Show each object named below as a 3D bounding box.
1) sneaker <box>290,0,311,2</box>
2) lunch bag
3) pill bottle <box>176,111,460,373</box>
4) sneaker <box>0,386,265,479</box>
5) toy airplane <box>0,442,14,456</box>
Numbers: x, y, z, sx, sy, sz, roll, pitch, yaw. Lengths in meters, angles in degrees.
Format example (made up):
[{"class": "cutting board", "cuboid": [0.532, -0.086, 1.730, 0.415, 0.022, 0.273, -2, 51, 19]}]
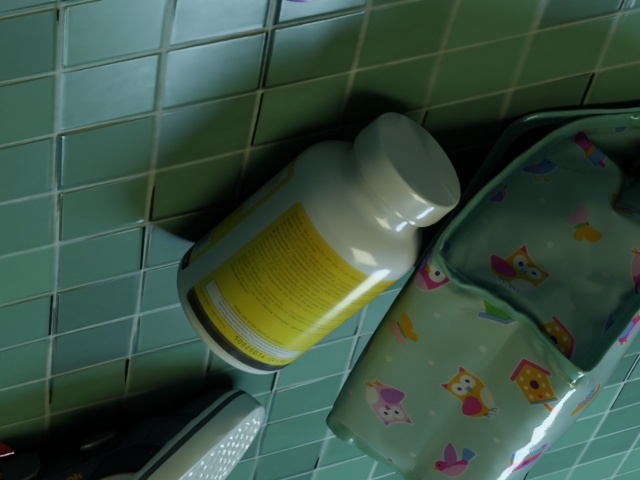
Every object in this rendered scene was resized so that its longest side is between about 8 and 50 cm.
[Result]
[{"class": "sneaker", "cuboid": [-0.011, -0.175, 0.935, 0.095, 0.104, 0.236, -21, 154, -7]}, {"class": "lunch bag", "cuboid": [0.147, 0.034, 1.367, 0.262, 0.160, 0.223, -48, 172, -40]}, {"class": "pill bottle", "cuboid": [0.000, 0.000, 1.261, 0.184, 0.103, 0.103, -39, 149, 30]}, {"class": "sneaker", "cuboid": [-0.191, 0.204, 1.492, 0.321, 0.127, 0.126, -43, 163, -15]}, {"class": "toy airplane", "cuboid": [-0.287, 0.143, 1.320, 0.151, 0.028, 0.151, -5, -174, 1]}]
